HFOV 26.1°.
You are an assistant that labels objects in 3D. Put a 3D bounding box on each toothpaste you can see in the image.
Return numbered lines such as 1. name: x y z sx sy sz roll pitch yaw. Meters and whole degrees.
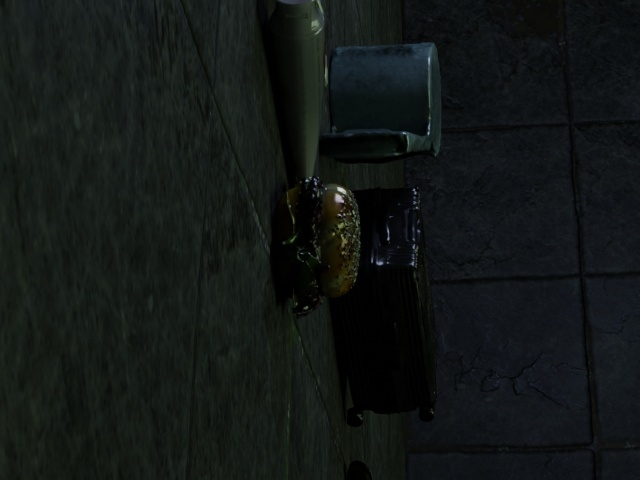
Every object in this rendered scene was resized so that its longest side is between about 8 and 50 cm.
1. toothpaste: -0.023 -0.178 1.667 0.323 0.066 0.100 87 1 -49

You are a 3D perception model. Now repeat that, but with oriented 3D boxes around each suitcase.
1. suitcase: 0.101 0.105 2.237 0.230 0.152 0.335 -85 168 -52

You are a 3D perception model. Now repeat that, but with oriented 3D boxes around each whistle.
1. whistle: 0.099 -0.188 2.233 0.405 0.168 0.188 -75 161 -54

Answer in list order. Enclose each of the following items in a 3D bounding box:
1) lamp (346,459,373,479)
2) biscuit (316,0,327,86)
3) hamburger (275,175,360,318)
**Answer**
1. lamp: 0.087 0.459 2.129 0.283 0.124 0.203 -47 125 -84
2. biscuit: -0.018 -0.239 1.830 0.240 0.035 0.158 -76 160 -68
3. hamburger: 0.000 0.003 1.643 0.189 0.093 0.164 -69 156 -69
